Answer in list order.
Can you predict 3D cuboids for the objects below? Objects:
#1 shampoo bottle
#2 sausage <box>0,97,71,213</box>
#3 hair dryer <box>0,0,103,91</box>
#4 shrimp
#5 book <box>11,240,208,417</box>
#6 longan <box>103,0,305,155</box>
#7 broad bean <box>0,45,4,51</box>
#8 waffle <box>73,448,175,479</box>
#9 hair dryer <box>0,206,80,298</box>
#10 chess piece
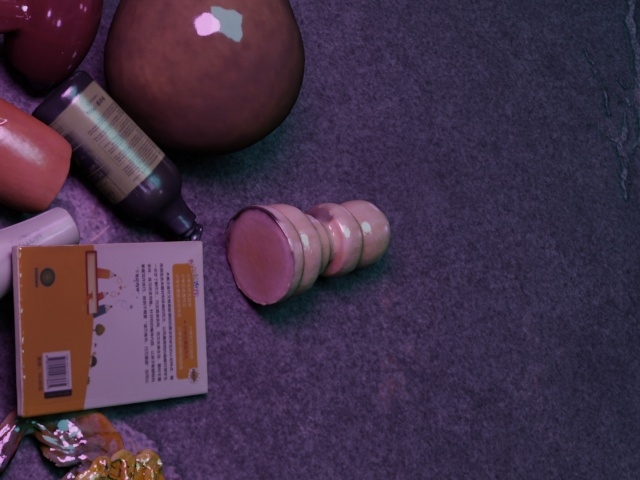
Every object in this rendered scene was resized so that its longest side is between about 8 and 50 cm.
[{"bbox_3d":[-0.264,-0.100,1.816,0.284,0.101,0.101,47,48,-15],"label":"shampoo bottle"},{"bbox_3d":[-0.466,-0.146,1.686,0.304,0.121,0.121,30,52,-20],"label":"sausage"},{"bbox_3d":[-0.418,-0.327,1.691,0.340,0.312,0.123,-14,46,-44],"label":"hair dryer"},{"bbox_3d":[-0.335,0.311,1.582,0.169,0.058,0.296,28,49,-12],"label":"shrimp"},{"bbox_3d":[-0.260,0.106,1.688,0.295,0.020,0.208,-1,88,-46],"label":"book"},{"bbox_3d":[-0.163,-0.261,1.878,0.297,0.297,0.297,17,57,-28],"label":"longan"},{"bbox_3d":[-0.556,-0.359,1.789,0.318,0.056,0.098,48,32,-14],"label":"broad bean"},{"bbox_3d":[-0.230,0.386,1.572,0.291,0.051,0.291,28,55,-49],"label":"waffle"},{"bbox_3d":[-0.448,-0.014,1.629,0.296,0.119,0.298,-9,65,-28],"label":"hair dryer"},{"bbox_3d":[0.000,0.000,1.945,0.261,0.143,0.142,-14,75,-44],"label":"chess piece"}]
